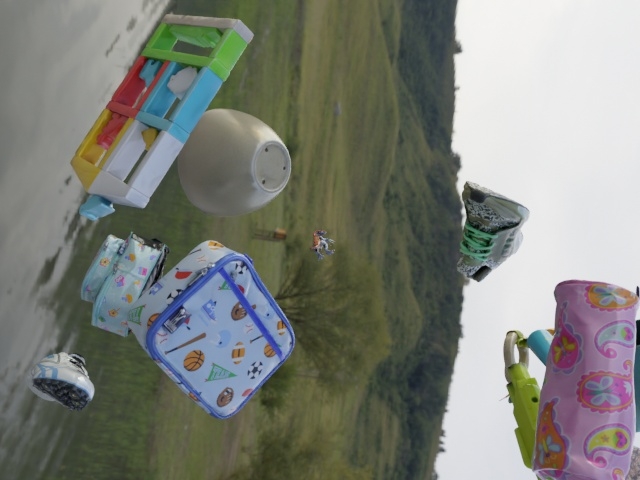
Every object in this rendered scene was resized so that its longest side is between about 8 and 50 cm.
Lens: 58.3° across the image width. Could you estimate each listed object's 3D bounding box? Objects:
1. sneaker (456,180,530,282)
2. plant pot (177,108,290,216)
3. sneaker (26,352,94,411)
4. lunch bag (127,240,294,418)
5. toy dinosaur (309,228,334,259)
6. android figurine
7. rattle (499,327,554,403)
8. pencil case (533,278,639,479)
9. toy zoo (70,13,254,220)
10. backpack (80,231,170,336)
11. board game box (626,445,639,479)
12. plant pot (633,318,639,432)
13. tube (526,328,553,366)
[{"bbox_3d":[0.401,0.002,1.400,0.182,0.158,0.410,-59,151,-8],"label":"sneaker"},{"bbox_3d":[-0.187,-0.190,1.455,0.284,0.191,0.284,-15,109,-48],"label":"plant pot"},{"bbox_3d":[-0.408,0.216,0.918,0.237,0.085,0.086,-12,-143,53],"label":"sneaker"},{"bbox_3d":[-0.181,0.156,1.032,0.243,0.115,0.303,-43,132,-20],"label":"lunch bag"},{"bbox_3d":[0.000,0.000,1.201,0.090,0.047,0.082,54,7,-52],"label":"toy dinosaur"},{"bbox_3d":[0.457,0.408,1.218,0.248,0.056,0.273,73,7,-50],"label":"android figurine"},{"bbox_3d":[0.554,0.336,1.516,0.130,0.142,0.200,63,38,-43],"label":"rattle"},{"bbox_3d":[0.368,0.194,0.785,0.124,0.124,0.284,105,3,-65],"label":"pencil case"},{"bbox_3d":[-0.221,-0.156,0.729,0.192,0.030,0.293,26,-97,45],"label":"toy zoo"},{"bbox_3d":[-0.399,0.092,1.158,0.166,0.144,0.188,130,-27,-54],"label":"backpack"},{"bbox_3d":[0.639,0.529,1.143,0.291,0.232,0.141,83,30,-63],"label":"board game box"},{"bbox_3d":[0.795,0.347,1.445,0.165,0.165,0.234,-30,97,-62],"label":"plant pot"},{"bbox_3d":[0.470,0.250,1.114,0.207,0.080,0.052,-107,-142,-65],"label":"tube"}]
